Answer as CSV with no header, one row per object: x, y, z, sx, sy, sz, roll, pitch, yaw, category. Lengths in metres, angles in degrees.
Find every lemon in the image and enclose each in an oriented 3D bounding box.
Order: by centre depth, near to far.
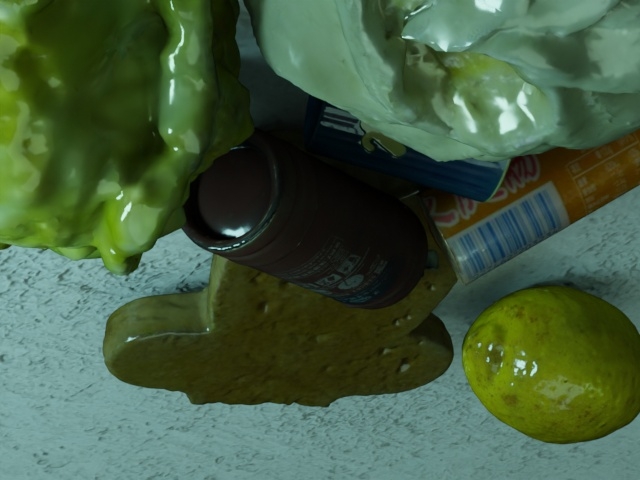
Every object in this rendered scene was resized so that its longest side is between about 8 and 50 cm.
0.245,0.129,1.723,0.207,0.170,0.170,21,136,-38,lemon

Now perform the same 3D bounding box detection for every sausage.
0.235,-0.077,1.423,0.312,0.093,0.093,-30,146,-1,sausage

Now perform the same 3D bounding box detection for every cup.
0.077,-0.128,1.321,0.155,0.131,0.176,10,105,-8,cup

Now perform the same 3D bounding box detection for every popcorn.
-0.183,-0.136,1.113,0.312,0.312,0.312,-7,147,-5,popcorn

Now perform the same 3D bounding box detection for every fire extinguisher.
0.000,0.000,1.386,0.138,0.102,0.344,-12,161,27,fire extinguisher

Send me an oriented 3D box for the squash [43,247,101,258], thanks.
-0.166,-0.044,1.382,0.187,0.123,0.123,-27,144,27,squash

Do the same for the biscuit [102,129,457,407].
-0.011,0.029,1.587,0.368,0.076,0.394,1,143,-18,biscuit

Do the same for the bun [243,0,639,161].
0.089,-0.191,1.033,0.365,0.219,0.365,17,140,15,bun
